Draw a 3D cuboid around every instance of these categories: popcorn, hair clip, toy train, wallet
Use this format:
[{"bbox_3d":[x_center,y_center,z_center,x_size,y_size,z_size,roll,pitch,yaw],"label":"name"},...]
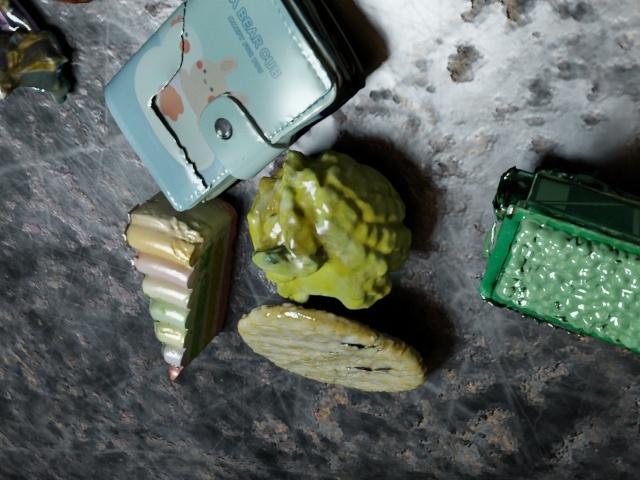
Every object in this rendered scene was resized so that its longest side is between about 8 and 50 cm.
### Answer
[{"bbox_3d":[0.002,-0.007,0.747,0.173,0.142,0.174,-1,134,-1],"label":"popcorn"},{"bbox_3d":[-0.423,-0.280,0.815,0.358,0.095,0.110,41,165,6],"label":"hair clip"},{"bbox_3d":[0.267,0.020,0.615,0.269,0.154,0.115,20,130,12],"label":"toy train"},{"bbox_3d":[-0.091,-0.151,0.720,0.250,0.075,0.176,-32,89,37],"label":"wallet"}]

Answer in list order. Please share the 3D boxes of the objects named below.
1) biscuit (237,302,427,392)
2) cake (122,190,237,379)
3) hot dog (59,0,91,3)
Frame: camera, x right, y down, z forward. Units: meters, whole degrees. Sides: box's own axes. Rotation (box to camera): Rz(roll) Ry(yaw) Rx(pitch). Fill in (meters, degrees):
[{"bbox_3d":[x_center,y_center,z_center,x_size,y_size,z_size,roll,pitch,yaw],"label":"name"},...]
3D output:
[{"bbox_3d":[0.011,0.124,0.832,0.219,0.033,0.220,14,154,7],"label":"biscuit"},{"bbox_3d":[-0.141,0.052,0.861,0.090,0.109,0.226,6,123,22],"label":"cake"},{"bbox_3d":[-0.283,-0.377,0.597,0.266,0.174,0.388,5,125,51],"label":"hot dog"}]
